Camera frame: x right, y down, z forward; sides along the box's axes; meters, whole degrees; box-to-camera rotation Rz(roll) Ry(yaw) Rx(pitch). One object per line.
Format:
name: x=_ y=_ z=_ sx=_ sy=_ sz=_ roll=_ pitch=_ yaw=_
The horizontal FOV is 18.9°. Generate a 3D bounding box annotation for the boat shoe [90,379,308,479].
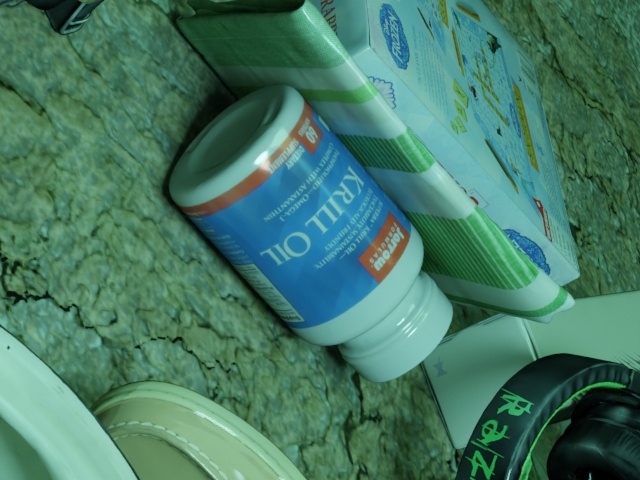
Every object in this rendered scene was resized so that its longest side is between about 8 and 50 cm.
boat shoe: x=-0.040 y=0.240 z=1.201 sx=0.341 sy=0.121 sz=0.110 roll=55 pitch=31 yaw=-15

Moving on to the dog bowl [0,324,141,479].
dog bowl: x=-0.249 y=0.205 z=0.827 sx=0.408 sy=0.150 sz=0.408 roll=25 pitch=46 yaw=-29

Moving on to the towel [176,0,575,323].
towel: x=0.038 y=-0.064 z=1.483 sx=0.038 sy=0.248 sz=0.325 roll=-47 pitch=113 yaw=-14

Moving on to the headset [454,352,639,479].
headset: x=0.253 y=0.242 z=1.509 sx=0.394 sy=0.185 sz=0.243 roll=33 pitch=72 yaw=-47

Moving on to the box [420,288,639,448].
box: x=0.208 y=0.109 z=1.687 sx=0.275 sy=0.113 sz=0.094 roll=-5 pitch=72 yaw=-56

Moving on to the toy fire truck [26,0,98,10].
toy fire truck: x=-0.139 y=-0.291 z=1.319 sx=0.217 sy=0.158 sz=0.246 roll=59 pitch=21 yaw=-3

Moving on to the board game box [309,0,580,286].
board game box: x=0.100 y=-0.149 z=1.702 sx=0.318 sy=0.066 sz=0.319 roll=45 pitch=26 yaw=-33

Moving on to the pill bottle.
pill bottle: x=0.000 y=0.000 z=1.444 sx=0.221 sy=0.124 sz=0.124 roll=47 pitch=34 yaw=-23

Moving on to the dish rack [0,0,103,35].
dish rack: x=-0.257 y=-0.234 z=1.299 sx=0.271 sy=0.074 sz=0.208 roll=-24 pitch=86 yaw=-58
